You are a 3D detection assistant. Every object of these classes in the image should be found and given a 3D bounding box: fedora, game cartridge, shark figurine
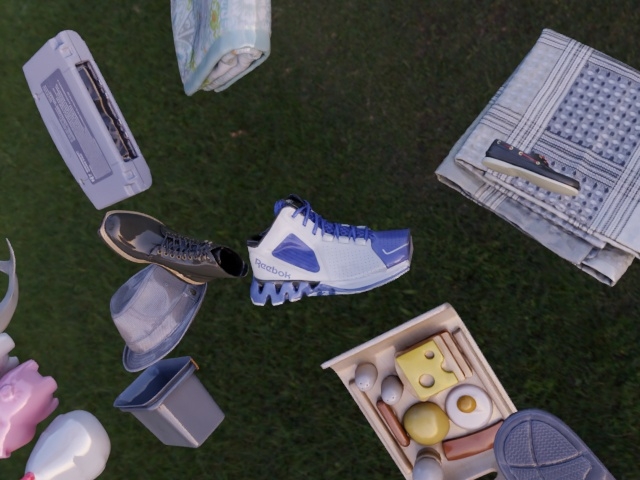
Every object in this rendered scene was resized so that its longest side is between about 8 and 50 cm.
[{"bbox_3d":[-0.370,0.137,1.564,0.244,0.124,0.275,-25,28,34],"label":"fedora"},{"bbox_3d":[-0.422,-0.204,1.287,0.196,0.060,0.294,-14,105,46],"label":"game cartridge"},{"bbox_3d":[-0.643,0.146,1.376,0.278,0.166,0.116,-54,4,-27],"label":"shark figurine"}]

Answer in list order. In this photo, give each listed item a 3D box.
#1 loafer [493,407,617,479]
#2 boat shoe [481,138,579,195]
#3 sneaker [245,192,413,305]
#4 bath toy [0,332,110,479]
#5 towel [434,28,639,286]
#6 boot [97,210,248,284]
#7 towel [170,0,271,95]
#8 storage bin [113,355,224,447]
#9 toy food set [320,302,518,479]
[{"bbox_3d":[0.285,0.293,0.705,0.109,0.095,0.302,-37,76,7],"label":"loafer"},{"bbox_3d":[0.282,-0.097,0.954,0.133,0.049,0.042,26,84,23],"label":"boat shoe"},{"bbox_3d":[-0.001,0.000,1.286,0.316,0.127,0.182,-12,107,12],"label":"sneaker"},{"bbox_3d":[-0.448,0.234,1.004,0.348,0.129,0.151,33,137,20],"label":"bath toy"},{"bbox_3d":[0.381,-0.136,1.055,0.312,0.056,0.324,34,78,15],"label":"towel"},{"bbox_3d":[-0.212,0.005,1.063,0.137,0.198,0.076,-5,65,49],"label":"boot"},{"bbox_3d":[-0.173,-0.424,1.181,0.374,0.090,0.320,179,86,-66],"label":"towel"},{"bbox_3d":[-0.183,0.207,0.916,0.098,0.091,0.135,-46,17,-33],"label":"storage bin"},{"bbox_3d":[0.171,0.266,1.109,0.220,0.092,0.306,-30,99,16],"label":"toy food set"}]
